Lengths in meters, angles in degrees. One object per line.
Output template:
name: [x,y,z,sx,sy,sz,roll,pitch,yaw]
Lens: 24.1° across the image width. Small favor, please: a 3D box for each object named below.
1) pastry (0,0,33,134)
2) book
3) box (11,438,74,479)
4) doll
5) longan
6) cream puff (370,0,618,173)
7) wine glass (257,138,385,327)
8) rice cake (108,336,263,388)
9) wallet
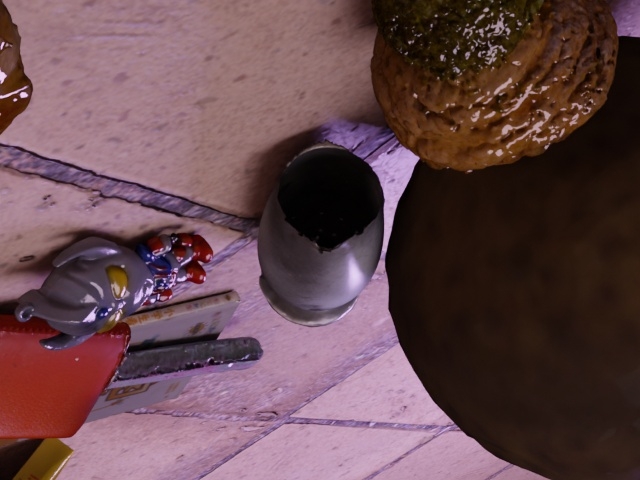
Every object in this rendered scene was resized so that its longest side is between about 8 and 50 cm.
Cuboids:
pastry: [-0.278,-0.081,0.843,0.229,0.100,0.218,-15,160,-39]
book: [-0.239,0.136,1.481,0.295,0.020,0.208,-13,153,-33]
box: [-0.365,0.333,1.652,0.279,0.041,0.153,-52,-178,47]
doll: [-0.177,0.039,1.279,0.194,0.062,0.104,-17,158,-41]
longan: [0.249,0.018,1.284,0.391,0.391,0.391,-23,158,-10]
cream puff: [0.110,-0.162,1.062,0.183,0.183,0.169,-28,133,3]
wine glass: [0.000,0.000,1.323,0.111,0.111,0.204,-22,162,-13]
rice cake: [-0.142,0.121,1.488,0.207,0.033,0.033,-4,157,-43]
wallet: [-0.280,0.120,1.322,0.204,0.045,0.142,7,125,-45]
